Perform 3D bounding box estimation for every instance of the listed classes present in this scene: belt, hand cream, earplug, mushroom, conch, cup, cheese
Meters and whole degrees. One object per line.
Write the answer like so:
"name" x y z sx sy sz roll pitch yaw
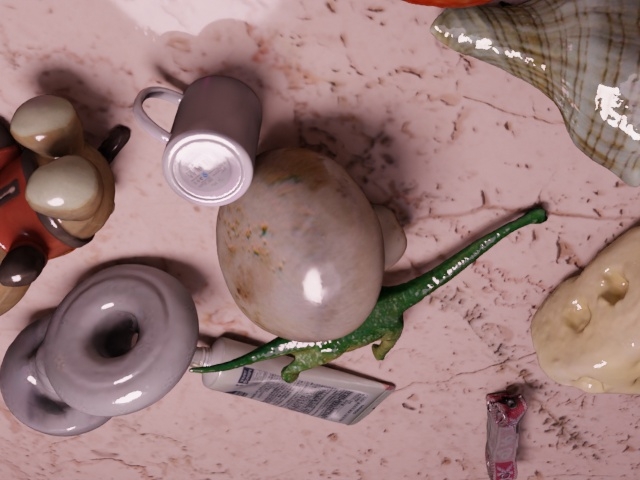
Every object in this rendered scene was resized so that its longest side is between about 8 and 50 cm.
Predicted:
"belt" 0.301 0.323 1.305 0.053 0.071 0.232 -8 134 -1
"hand cream" -0.052 0.219 1.231 0.341 0.077 0.124 20 129 -26
"earplug" -0.303 0.162 1.095 0.326 0.214 0.175 -29 144 31
"mushroom" 0.000 0.000 0.953 0.244 0.243 0.243 1 132 1
"conch" 0.314 -0.169 0.805 0.386 0.169 0.203 19 104 -17
"cup" -0.137 -0.114 0.880 0.136 0.133 0.099 3 128 -2
"cheese" 0.412 0.095 1.032 0.252 0.173 0.247 0 133 8

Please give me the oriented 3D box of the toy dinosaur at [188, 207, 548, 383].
"toy dinosaur" 0.064 0.085 1.027 0.447 0.087 0.301 -14 157 -27

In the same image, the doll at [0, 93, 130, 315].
"doll" -0.373 -0.027 0.932 0.330 0.235 0.174 -28 160 15

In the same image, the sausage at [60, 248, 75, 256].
"sausage" -0.467 0.027 1.065 0.348 0.053 0.053 -14 130 14

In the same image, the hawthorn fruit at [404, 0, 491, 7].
"hawthorn fruit" 0.079 -0.346 0.561 0.287 0.287 0.330 -8 138 8
